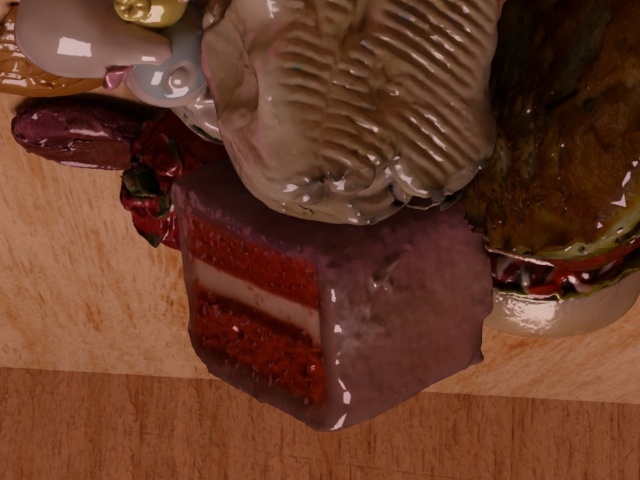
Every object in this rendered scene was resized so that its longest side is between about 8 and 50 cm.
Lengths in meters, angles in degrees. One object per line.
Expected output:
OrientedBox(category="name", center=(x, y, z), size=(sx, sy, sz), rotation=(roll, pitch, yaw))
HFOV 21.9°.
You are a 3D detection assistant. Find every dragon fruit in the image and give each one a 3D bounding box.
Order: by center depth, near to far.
OrientedBox(category="dragon fruit", center=(-0.113, -0.070, 1.943), size=(0.274, 0.192, 0.193), rotation=(2, -172, -31))

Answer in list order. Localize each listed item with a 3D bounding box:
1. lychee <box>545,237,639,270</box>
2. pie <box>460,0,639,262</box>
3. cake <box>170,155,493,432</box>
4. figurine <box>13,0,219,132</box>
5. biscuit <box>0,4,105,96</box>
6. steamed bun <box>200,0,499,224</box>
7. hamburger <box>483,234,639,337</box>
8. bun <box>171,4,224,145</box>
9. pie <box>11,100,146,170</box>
OrientedBox(category="lychee", center=(0.285, -0.081, 1.706), size=(0.300, 0.255, 0.255), rotation=(49, 157, -2))
OrientedBox(category="pie", center=(0.232, -0.127, 1.467), size=(0.103, 0.288, 0.355), rotation=(9, 162, -21))
OrientedBox(category="cake", center=(0.011, 0.035, 1.756), size=(0.230, 0.237, 0.309), rotation=(-21, -153, -30))
OrientedBox(category="figurine", center=(-0.156, -0.193, 1.534), size=(0.235, 0.127, 0.155), rotation=(21, 121, -3))
OrientedBox(category="biscuit", center=(-0.291, -0.195, 1.800), size=(0.144, 0.033, 0.224), rotation=(8, 165, -16))
OrientedBox(category="steamed bun", center=(0.012, -0.157, 1.474), size=(0.268, 0.280, 0.207), rotation=(-15, -167, -33))
OrientedBox(category="hamburger", center=(0.261, -0.019, 1.934), size=(0.300, 0.300, 0.176), rotation=(2, 122, 1))
OrientedBox(category="bun", center=(-0.023, -0.153, 1.694), size=(0.287, 0.146, 0.287), rotation=(0, 167, 0))
OrientedBox(category="pie", center=(-0.284, -0.129, 2.011), size=(0.182, 0.049, 0.182), rotation=(7, 167, 2))
